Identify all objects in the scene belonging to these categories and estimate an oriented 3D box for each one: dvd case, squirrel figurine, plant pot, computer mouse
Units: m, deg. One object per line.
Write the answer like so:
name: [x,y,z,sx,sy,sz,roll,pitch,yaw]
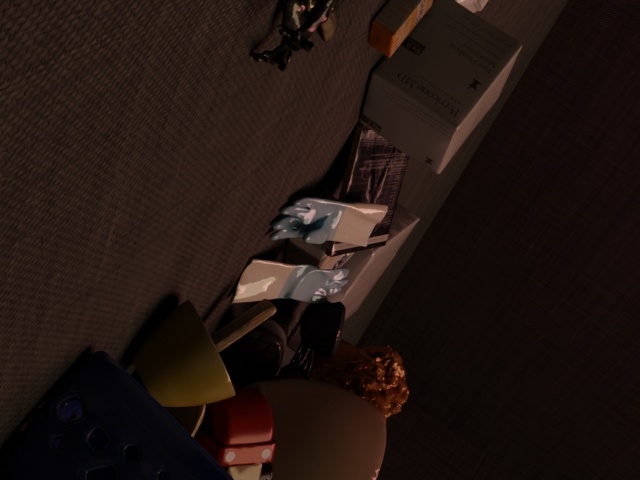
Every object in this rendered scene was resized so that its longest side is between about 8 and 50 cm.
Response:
dvd case: [0.085,-0.086,1.596,0.164,0.018,0.221,-11,119,-53]
squirrel figurine: [-0.029,0.343,2.006,0.370,0.281,0.397,-6,169,-42]
plant pot: [-0.063,0.329,1.531,0.284,0.191,0.284,-43,-158,22]
plant pot: [-0.243,0.302,1.072,0.212,0.236,0.236,-41,166,-27]
plant pot: [-0.178,0.155,1.207,0.095,0.134,0.134,-26,163,-13]
computer mouse: [-0.020,0.180,1.687,0.262,0.060,0.184,-153,-103,-81]

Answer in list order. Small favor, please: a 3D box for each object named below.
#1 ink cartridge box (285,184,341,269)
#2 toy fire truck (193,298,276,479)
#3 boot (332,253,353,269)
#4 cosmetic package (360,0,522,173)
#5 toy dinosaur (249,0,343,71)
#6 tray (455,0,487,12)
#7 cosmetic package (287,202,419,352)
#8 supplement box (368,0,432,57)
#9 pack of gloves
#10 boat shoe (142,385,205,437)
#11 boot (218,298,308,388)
ink cartridge box: [0.000,0.000,1.648,0.115,0.067,0.198,-52,170,-22]
toy fire truck: [-0.133,0.213,1.383,0.158,0.217,0.246,5,101,-37]
boot: [0.013,0.032,1.816,0.190,0.069,0.086,-56,173,17]
cosmetic package: [0.177,-0.233,1.449,0.183,0.151,0.151,-52,170,-21]
toy dinosaur: [-0.008,-0.217,0.894,0.118,0.064,0.268,-59,175,-16]
tray: [0.310,-0.484,1.589,0.270,0.030,0.145,-56,169,10]
cosmetic package: [0.063,0.072,2.120,0.284,0.097,0.377,-59,169,20]
supplement box: [0.106,-0.292,1.242,0.098,0.036,0.062,-53,171,-13]
pack of gloves: [-0.005,0.028,1.503,0.232,0.046,0.195,3,121,-45]
boat shoe: [-0.262,0.295,1.315,0.302,0.109,0.098,-50,176,10]
boot: [-0.091,0.150,1.691,0.222,0.118,0.338,-57,179,-29]
